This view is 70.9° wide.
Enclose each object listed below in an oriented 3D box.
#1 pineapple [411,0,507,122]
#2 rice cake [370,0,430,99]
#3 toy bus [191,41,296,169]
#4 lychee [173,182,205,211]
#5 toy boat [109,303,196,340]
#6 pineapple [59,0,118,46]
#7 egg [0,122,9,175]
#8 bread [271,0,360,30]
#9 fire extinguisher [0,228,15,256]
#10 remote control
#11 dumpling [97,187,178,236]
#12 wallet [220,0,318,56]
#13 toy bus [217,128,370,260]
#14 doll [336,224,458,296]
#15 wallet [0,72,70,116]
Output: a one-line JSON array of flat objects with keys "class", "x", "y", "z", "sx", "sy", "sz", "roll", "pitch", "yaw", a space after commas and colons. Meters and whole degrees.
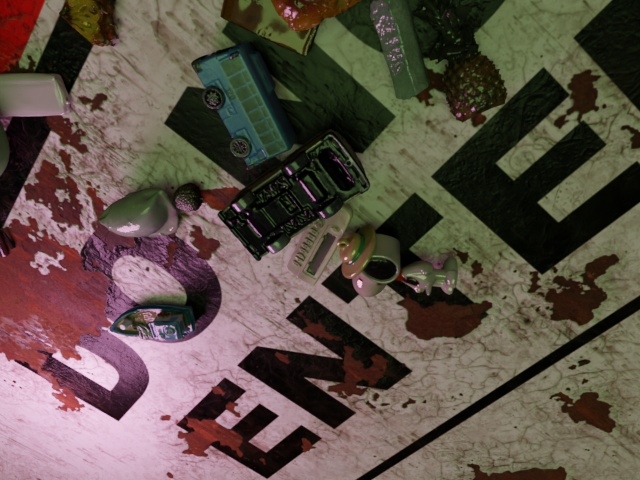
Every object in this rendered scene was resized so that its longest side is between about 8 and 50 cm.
[{"class": "pineapple", "x": 0.267, "y": -0.358, "z": 0.857, "sx": 0.125, "sy": 0.125, "sz": 0.251, "roll": -25, "pitch": 102, "yaw": 18}, {"class": "rice cake", "x": 0.155, "y": -0.370, "z": 0.867, "sx": 0.063, "sy": 0.069, "sz": 0.207, "roll": 5, "pitch": 124, "yaw": 46}, {"class": "toy bus", "x": -0.150, "y": -0.284, "z": 0.929, "sx": 0.133, "sy": 0.116, "sz": 0.234, "roll": -20, "pitch": 116, "yaw": 15}, {"class": "lychee", "x": -0.314, "y": -0.103, "z": 1.074, "sx": 0.083, "sy": 0.068, "sz": 0.068, "roll": -9, "pitch": 75, "yaw": 14}, {"class": "toy boat", "x": -0.471, "y": 0.237, "z": 1.253, "sx": 0.237, "sy": 0.098, "sz": 0.110, "roll": -3, "pitch": 115, "yaw": 9}, {"class": "pineapple", "x": -0.466, "y": -0.462, "z": 0.903, "sx": 0.116, "sy": 0.069, "sz": 0.138, "roll": 1, "pitch": 109, "yaw": 12}, {"class": "egg", "x": -0.822, "y": -0.229, "z": 0.971, "sx": 0.220, "sy": 0.220, "sz": 0.269, "roll": -39, "pitch": 105, "yaw": 23}, {"class": "bread", "x": -0.054, "y": -0.534, "z": 0.685, "sx": 0.185, "sy": 0.109, "sz": 0.381, "roll": -23, "pitch": 112, "yaw": 19}, {"class": "fire extinguisher", "x": -0.853, "y": -0.001, "z": 1.205, "sx": 0.046, "sy": 0.032, "sz": 0.101, "roll": 12, "pitch": 125, "yaw": 12}, {"class": "remote control", "x": 0.000, "y": 0.001, "z": 1.097, "sx": 0.090, "sy": 0.049, "sz": 0.230, "roll": 31, "pitch": 117, "yaw": 2}, {"class": "dumpling", "x": -0.427, "y": -0.064, "z": 1.093, "sx": 0.216, "sy": 0.149, "sz": 0.105, "roll": -23, "pitch": 82, "yaw": 27}, {"class": "wallet", "x": -0.084, "y": -0.470, "z": 0.866, "sx": 0.195, "sy": 0.042, "sz": 0.161, "roll": 21, "pitch": 114, "yaw": -3}, {"class": "toy bus", "x": -0.049, "y": -0.110, "z": 0.972, "sx": 0.305, "sy": 0.179, "sz": 0.143, "roll": -32, "pitch": 108, "yaw": 21}, {"class": "doll", "x": 0.186, "y": 0.050, "z": 1.071, "sx": 0.271, "sy": 0.144, "sz": 0.208, "roll": -5, "pitch": 138, "yaw": 13}, {"class": "wallet", "x": -0.655, "y": -0.326, "z": 1.008, "sx": 0.189, "sy": 0.033, "sz": 0.095, "roll": 3, "pitch": 120, "yaw": 5}]
